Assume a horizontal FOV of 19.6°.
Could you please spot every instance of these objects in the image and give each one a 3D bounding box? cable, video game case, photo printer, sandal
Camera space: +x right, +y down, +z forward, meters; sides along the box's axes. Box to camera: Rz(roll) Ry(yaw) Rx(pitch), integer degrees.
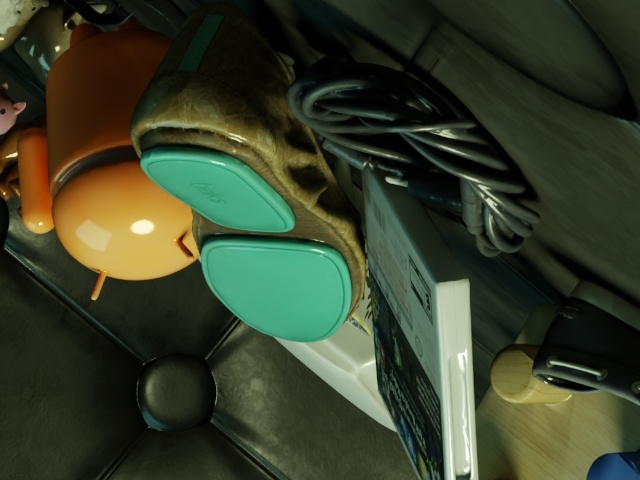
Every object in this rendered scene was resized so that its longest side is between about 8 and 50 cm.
[{"bbox_3d":[0.049,-0.042,0.974,0.150,0.047,0.184,40,174,-4],"label":"cable"},{"bbox_3d":[0.058,0.059,1.088,0.190,0.022,0.173,-116,19,-63],"label":"video game case"},{"bbox_3d":[0.012,0.082,1.937,0.256,0.107,0.307,38,174,23],"label":"photo printer"},{"bbox_3d":[-0.161,-0.179,1.329,0.179,0.040,0.067,35,173,43],"label":"sandal"}]

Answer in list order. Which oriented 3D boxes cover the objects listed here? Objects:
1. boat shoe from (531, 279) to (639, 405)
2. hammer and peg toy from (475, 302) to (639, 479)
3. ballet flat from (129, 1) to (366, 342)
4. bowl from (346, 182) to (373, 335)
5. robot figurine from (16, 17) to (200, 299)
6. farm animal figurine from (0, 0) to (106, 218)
[{"bbox_3d":[0.199,0.097,0.989,0.206,0.065,0.075,36,173,37],"label":"boat shoe"},{"bbox_3d":[0.212,0.228,1.099,0.361,0.266,0.127,36,-164,33],"label":"hammer and peg toy"},{"bbox_3d":[-0.033,-0.043,1.145,0.116,0.124,0.342,6,160,16],"label":"ballet flat"},{"bbox_3d":[-0.002,-0.010,1.421,0.170,0.080,0.170,40,174,5],"label":"bowl"},{"bbox_3d":[-0.139,-0.064,1.357,0.158,0.219,0.128,2,147,-16],"label":"robot figurine"},{"bbox_3d":[-0.281,-0.184,1.526,0.330,0.172,0.327,33,157,44],"label":"farm animal figurine"}]
